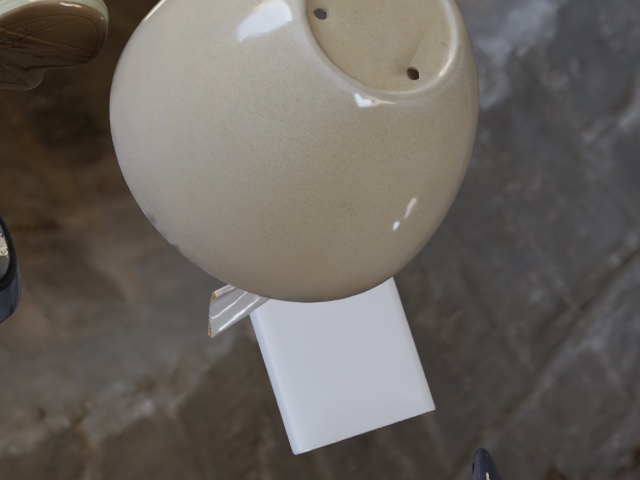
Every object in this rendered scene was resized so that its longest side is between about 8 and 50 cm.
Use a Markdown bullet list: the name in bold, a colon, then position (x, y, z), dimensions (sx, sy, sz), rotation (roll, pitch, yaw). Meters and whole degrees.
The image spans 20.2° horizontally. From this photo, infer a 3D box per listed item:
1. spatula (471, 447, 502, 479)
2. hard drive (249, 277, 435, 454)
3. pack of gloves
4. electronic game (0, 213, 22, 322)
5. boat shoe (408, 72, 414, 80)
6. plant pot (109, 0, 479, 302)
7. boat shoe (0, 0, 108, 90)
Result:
- **spatula**: position (0.129, 0.235, 1.099), dimensions (0.296, 0.030, 0.084), rotation (-107, 16, -49)
- **hard drive**: position (0.013, 0.104, 2.360), dimensions (0.040, 0.203, 0.307), rotation (-28, 78, 66)
- **pack of gloves**: position (0.000, 0.000, 1.747), dimensions (0.046, 0.232, 0.195), rotation (47, 152, 24)
- **electronic game**: position (-0.355, -0.016, 1.598), dimensions (0.229, 0.048, 0.229), rotation (42, -158, -21)
- **boat shoe**: position (0.072, -0.152, 1.950), dimensions (0.142, 0.040, 0.049), rotation (-39, 68, 52)
- **plant pot**: position (0.008, -0.119, 1.339), dimensions (0.284, 0.284, 0.191), rotation (48, 146, 2)
- **boat shoe**: position (-0.247, -0.191, 1.491), dimensions (0.105, 0.089, 0.285), rotation (12, 170, -25)
